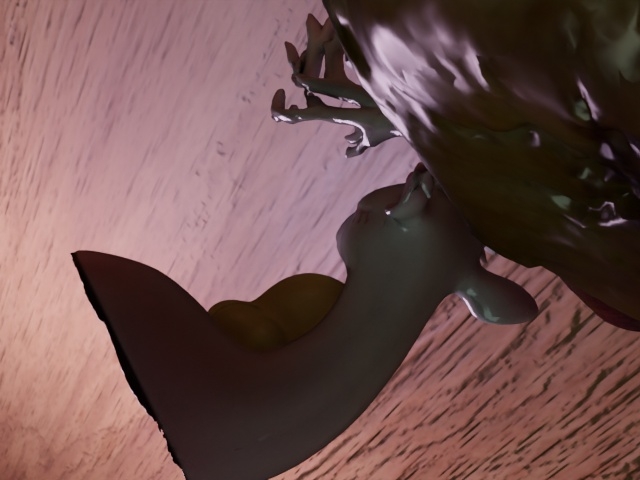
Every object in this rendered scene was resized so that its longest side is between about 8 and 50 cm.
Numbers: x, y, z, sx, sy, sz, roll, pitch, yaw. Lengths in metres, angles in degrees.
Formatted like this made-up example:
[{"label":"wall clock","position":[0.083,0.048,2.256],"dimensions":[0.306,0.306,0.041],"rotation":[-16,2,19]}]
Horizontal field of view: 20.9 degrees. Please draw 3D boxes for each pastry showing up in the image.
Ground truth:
[{"label":"pastry","position":[0.198,-0.103,0.862],"dimensions":[0.410,0.245,0.409],"rotation":[29,167,8]}]

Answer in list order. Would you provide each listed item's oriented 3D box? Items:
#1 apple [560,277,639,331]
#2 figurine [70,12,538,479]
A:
[{"label":"apple","position":[0.200,-0.015,1.118],"dimensions":[0.153,0.120,0.153],"rotation":[50,-174,-8]},{"label":"figurine","position":[-0.002,-0.009,1.166],"dimensions":[0.284,0.316,0.206],"rotation":[-125,13,-56]}]
